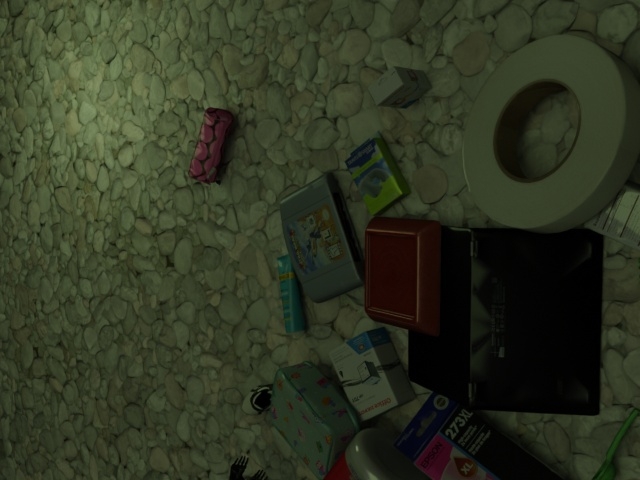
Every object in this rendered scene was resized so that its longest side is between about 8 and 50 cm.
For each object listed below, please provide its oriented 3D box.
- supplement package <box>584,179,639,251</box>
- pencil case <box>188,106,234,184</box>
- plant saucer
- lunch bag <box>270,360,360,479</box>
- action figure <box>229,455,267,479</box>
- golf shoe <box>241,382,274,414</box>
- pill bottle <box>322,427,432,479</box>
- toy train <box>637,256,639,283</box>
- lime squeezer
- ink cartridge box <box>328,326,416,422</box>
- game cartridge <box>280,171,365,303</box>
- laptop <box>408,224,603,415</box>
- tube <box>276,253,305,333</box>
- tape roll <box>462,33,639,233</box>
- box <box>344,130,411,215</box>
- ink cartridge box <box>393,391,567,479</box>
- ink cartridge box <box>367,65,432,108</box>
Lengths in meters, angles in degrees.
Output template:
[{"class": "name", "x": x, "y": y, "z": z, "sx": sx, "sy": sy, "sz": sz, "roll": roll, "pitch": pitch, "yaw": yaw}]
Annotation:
[{"class": "supplement package", "x": 0.611, "y": -0.038, "z": 1.518, "sx": 0.179, "sy": 0.105, "sz": 0.105, "roll": 31, "pitch": 112, "yaw": 35}, {"class": "pencil case", "x": -0.304, "y": -0.264, "z": 2.277, "sx": 0.098, "sy": 0.095, "sz": 0.209, "roll": -118, "pitch": 41, "yaw": -64}, {"class": "plant saucer", "x": 0.177, "y": 0.078, "z": 1.876, "sx": 0.258, "sy": 0.048, "sz": 0.259, "roll": 7, "pitch": 97, "yaw": 58}, {"class": "lunch bag", "x": -0.019, "y": 0.453, "z": 2.044, "sx": 0.279, "sy": 0.108, "sz": 0.224, "roll": 43, "pitch": 138, "yaw": 43}, {"class": "action figure", "x": -0.173, "y": 0.717, "z": 2.214, "sx": 0.164, "sy": 0.141, "sz": 0.275, "roll": 21, "pitch": 133, "yaw": 29}, {"class": "golf shoe", "x": -0.166, "y": 0.431, "z": 2.210, "sx": 0.198, "sy": 0.094, "sz": 0.077, "roll": -34, "pitch": 73, "yaw": 38}, {"class": "pill bottle", "x": 0.076, "y": 0.660, "z": 1.906, "sx": 0.229, "sy": 0.229, "sz": 0.407, "roll": 43, "pitch": 111, "yaw": 29}, {"class": "toy train", "x": 0.629, "y": 0.072, "z": 1.569, "sx": 0.024, "sy": 0.017, "sz": 0.083, "roll": -5, "pitch": 90, "yaw": 29}, {"class": "lime squeezer", "x": 0.585, "y": 0.488, "z": 1.610, "sx": 0.110, "sy": 0.059, "sz": 0.310, "roll": -5, "pitch": 90, "yaw": 40}, {"class": "ink cartridge box", "x": 0.124, "y": 0.326, "z": 1.968, "sx": 0.140, "sy": 0.082, "sz": 0.190, "roll": -36, "pitch": 70, "yaw": 36}, {"class": "game cartridge", "x": 0.000, "y": 0.000, "z": 2.067, "sx": 0.198, "sy": 0.062, "sz": 0.297, "roll": -26, "pitch": 77, "yaw": 34}, {"class": "laptop", "x": 0.386, "y": 0.157, "z": 1.778, "sx": 0.408, "sy": 0.236, "sz": 0.381, "roll": 1, "pitch": 95, "yaw": 11}, {"class": "tube", "x": -0.079, "y": 0.140, "z": 2.147, "sx": 0.080, "sy": 0.052, "sz": 0.207, "roll": -18, "pitch": 78, "yaw": 50}, {"class": "tape roll", "x": 0.442, "y": -0.207, "z": 1.596, "sx": 0.392, "sy": 0.072, "sz": 0.391, "roll": -19, "pitch": 65, "yaw": 48}, {"class": "box", "x": 0.132, "y": -0.162, "z": 1.951, "sx": 0.109, "sy": 0.042, "sz": 0.178, "roll": -37, "pitch": 71, "yaw": 35}, {"class": "ink cartridge box", "x": 0.338, "y": 0.484, "z": 1.765, "sx": 0.371, "sy": 0.069, "sz": 0.175, "roll": 34, "pitch": 82, "yaw": 35}, {"class": "ink cartridge box", "x": 0.180, "y": -0.346, "z": 1.843, "sx": 0.088, "sy": 0.122, "sz": 0.052, "roll": -37, "pitch": 70, "yaw": 36}]
